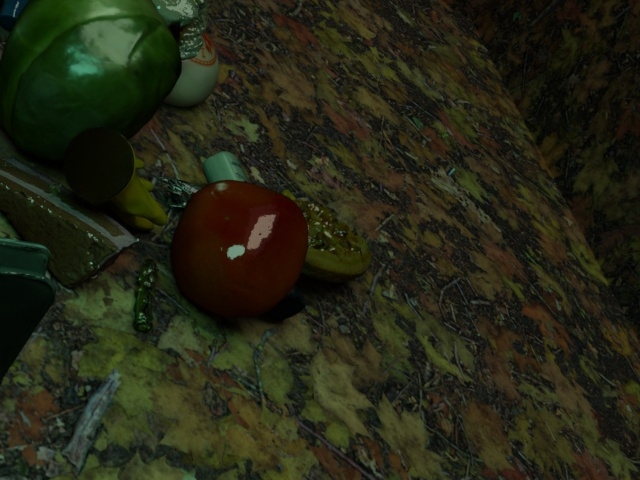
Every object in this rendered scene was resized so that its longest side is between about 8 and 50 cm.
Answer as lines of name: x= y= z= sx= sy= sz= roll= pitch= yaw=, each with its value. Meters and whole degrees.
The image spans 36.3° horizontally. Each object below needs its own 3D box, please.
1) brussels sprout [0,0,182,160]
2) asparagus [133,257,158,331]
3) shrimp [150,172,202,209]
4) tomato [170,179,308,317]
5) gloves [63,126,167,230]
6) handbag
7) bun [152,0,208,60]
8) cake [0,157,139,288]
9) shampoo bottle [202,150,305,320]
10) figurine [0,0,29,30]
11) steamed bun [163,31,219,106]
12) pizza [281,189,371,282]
brussels sprout: x=-0.387 y=-0.305 z=1.697 sx=0.276 sy=0.315 sz=0.371 roll=34 pitch=36 yaw=5
asparagus: x=-0.292 y=0.086 z=1.645 sx=0.036 sy=0.030 sz=0.165 roll=9 pitch=41 yaw=-10
shrimp: x=-0.260 y=-0.081 z=1.873 sx=0.165 sy=0.065 sz=0.056 roll=30 pitch=0 yaw=-15
tomato: x=-0.149 y=0.007 z=1.719 sx=0.260 sy=0.180 sz=0.259 roll=-2 pitch=55 yaw=2
gloves: x=-0.328 y=-0.099 z=1.666 sx=0.294 sy=0.116 sz=0.133 roll=51 pitch=41 yaw=-78
handbag: x=-0.475 y=0.095 z=1.176 sx=0.247 sy=0.260 sz=0.079 roll=10 pitch=41 yaw=-39
bun: x=-0.322 y=-0.504 z=1.929 sx=0.281 sy=0.281 sz=0.205 roll=39 pitch=71 yaw=-10
cake: x=-0.439 y=-0.035 z=1.580 sx=0.295 sy=0.113 sz=0.116 roll=38 pitch=21 yaw=12
shampoo bottle: x=-0.127 y=-0.006 z=1.908 sx=0.359 sy=0.078 sz=0.134 roll=63 pitch=2 yaw=30
figurine: x=-0.642 y=-0.557 z=1.883 sx=0.298 sy=0.243 sz=0.416 roll=18 pitch=17 yaw=-24
steamed bun: x=-0.317 y=-0.409 z=2.129 sx=0.232 sy=0.145 sz=0.232 roll=31 pitch=32 yaw=-22
pizza: x=0.027 y=0.020 z=2.035 sx=0.268 sy=0.087 sz=0.258 roll=28 pitch=22 yaw=-31
